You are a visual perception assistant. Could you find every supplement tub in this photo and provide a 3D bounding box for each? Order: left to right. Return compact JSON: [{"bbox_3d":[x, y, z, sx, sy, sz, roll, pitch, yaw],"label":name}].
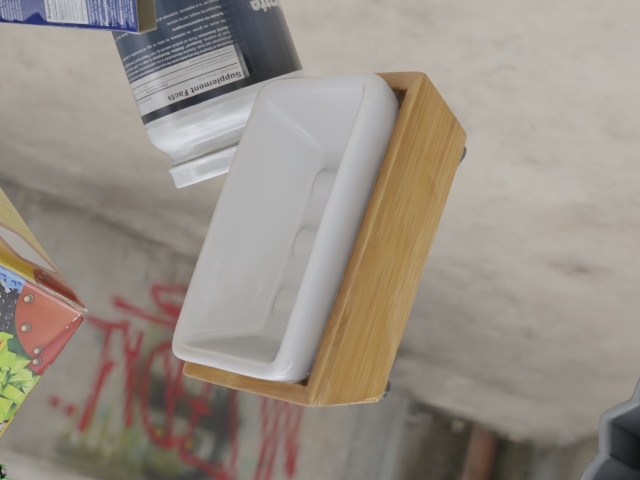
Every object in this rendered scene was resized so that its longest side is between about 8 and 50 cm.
[{"bbox_3d":[-0.127,-0.213,1.935,0.191,0.272,0.191,-19,-176,1],"label":"supplement tub"}]

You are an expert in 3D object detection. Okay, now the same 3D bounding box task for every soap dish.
[{"bbox_3d":[0.000,0.000,1.496,0.118,0.291,0.229,24,170,-29],"label":"soap dish"}]

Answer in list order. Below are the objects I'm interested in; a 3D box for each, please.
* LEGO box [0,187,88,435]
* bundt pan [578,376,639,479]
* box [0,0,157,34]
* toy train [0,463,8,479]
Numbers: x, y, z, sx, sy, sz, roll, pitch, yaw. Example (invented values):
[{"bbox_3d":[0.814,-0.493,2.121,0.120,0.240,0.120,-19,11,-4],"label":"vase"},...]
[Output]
[{"bbox_3d":[-0.458,0.072,1.586,0.193,0.372,0.500,33,-175,-33],"label":"LEGO box"},{"bbox_3d":[0.334,0.205,1.113,0.330,0.331,0.124,5,167,31],"label":"bundt pan"},{"bbox_3d":[-0.250,-0.260,1.552,0.225,0.136,0.036,8,-159,29],"label":"box"},{"bbox_3d":[-0.300,0.216,1.520,0.023,0.017,0.083,-1,156,-37],"label":"toy train"}]
